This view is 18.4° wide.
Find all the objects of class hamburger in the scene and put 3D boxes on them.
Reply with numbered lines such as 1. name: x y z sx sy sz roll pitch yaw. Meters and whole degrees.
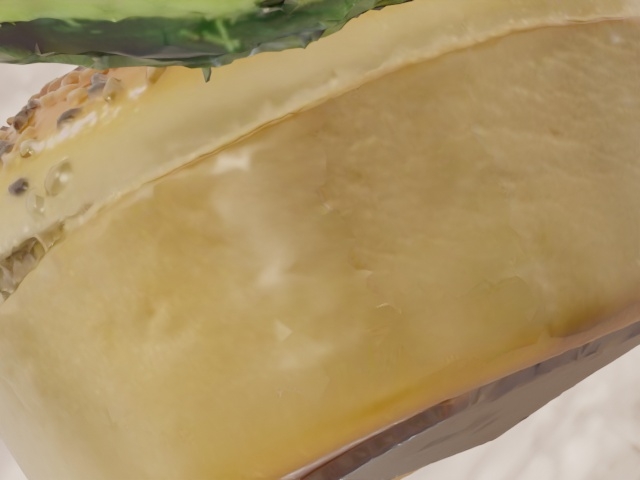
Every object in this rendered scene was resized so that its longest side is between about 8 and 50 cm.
1. hamburger: 0.000 0.000 0.709 0.300 0.176 0.300 -25 169 -5

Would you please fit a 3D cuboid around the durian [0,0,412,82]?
1. durian: -0.110 -0.104 0.404 0.106 0.375 0.132 92 11 -56
